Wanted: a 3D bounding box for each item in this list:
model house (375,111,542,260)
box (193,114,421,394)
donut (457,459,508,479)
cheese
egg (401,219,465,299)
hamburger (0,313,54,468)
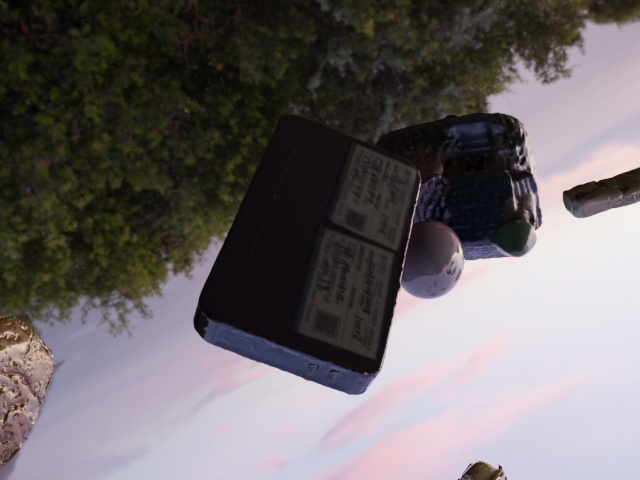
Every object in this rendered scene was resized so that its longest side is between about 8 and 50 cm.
[{"bbox_3d":[0.235,-0.056,1.233,0.298,0.243,0.284,-6,-146,22],"label":"model house"},{"bbox_3d":[0.000,0.000,0.827,0.058,0.211,0.350,117,-6,-48],"label":"box"},{"bbox_3d":[0.251,0.413,1.132,0.108,0.065,0.166,-32,152,-39],"label":"donut"},{"bbox_3d":[0.471,-0.080,1.068,0.194,0.043,0.065,-15,-155,-7],"label":"cheese"},{"bbox_3d":[0.155,0.026,0.986,0.103,0.103,0.135,-30,-159,28],"label":"egg"},{"bbox_3d":[-0.591,0.245,1.175,0.132,0.211,0.309,-6,-135,24],"label":"hamburger"}]
